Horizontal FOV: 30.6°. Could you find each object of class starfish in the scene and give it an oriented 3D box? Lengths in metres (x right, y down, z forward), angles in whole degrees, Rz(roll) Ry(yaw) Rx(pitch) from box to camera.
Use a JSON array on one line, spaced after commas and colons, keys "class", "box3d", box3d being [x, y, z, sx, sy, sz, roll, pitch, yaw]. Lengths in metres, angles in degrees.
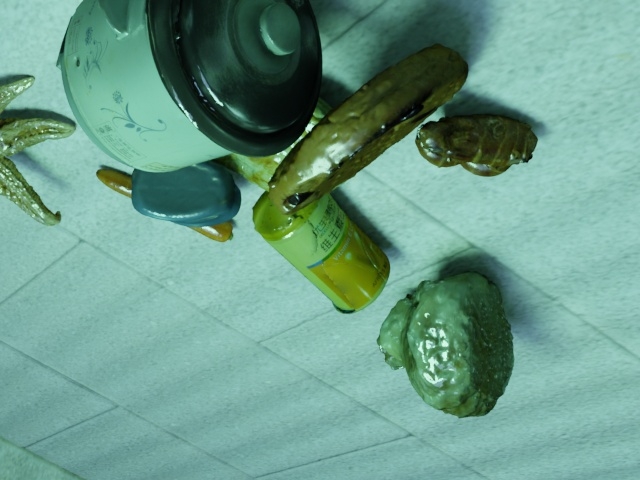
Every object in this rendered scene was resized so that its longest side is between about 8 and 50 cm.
[{"class": "starfish", "box3d": [-0.556, -0.132, 1.861, 0.327, 0.094, 0.375, 9, 133, -23]}]

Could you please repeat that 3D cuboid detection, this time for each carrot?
[{"class": "carrot", "box3d": [-0.254, -0.060, 1.920, 0.247, 0.043, 0.043, 25, 149, -5]}]

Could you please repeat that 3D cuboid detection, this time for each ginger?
[{"class": "ginger", "box3d": [0.190, -0.129, 1.512, 0.162, 0.073, 0.103, 7, 166, -16]}]

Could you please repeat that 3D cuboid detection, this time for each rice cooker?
[{"class": "rice cooker", "box3d": [-0.145, -0.218, 1.383, 0.316, 0.264, 0.317, 12, 157, 5]}]

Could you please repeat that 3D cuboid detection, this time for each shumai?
[{"class": "shumai", "box3d": [0.171, 0.157, 1.836, 0.221, 0.225, 0.260, 3, 161, 25]}]

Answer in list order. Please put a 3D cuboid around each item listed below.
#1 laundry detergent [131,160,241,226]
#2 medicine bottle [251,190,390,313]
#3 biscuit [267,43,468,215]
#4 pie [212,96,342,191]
[{"class": "laundry detergent", "box3d": [-0.192, -0.069, 1.745, 0.143, 0.094, 0.290, -3, 179, 0]}, {"class": "medicine bottle", "box3d": [0.000, 0.000, 1.789, 0.124, 0.124, 0.239, -9, 138, 40]}, {"class": "biscuit", "box3d": [0.053, -0.139, 1.411, 0.075, 0.296, 0.296, 54, 146, 3]}, {"class": "pie", "box3d": [-0.057, -0.151, 1.610, 0.248, 0.090, 0.201, 29, 141, -13]}]
